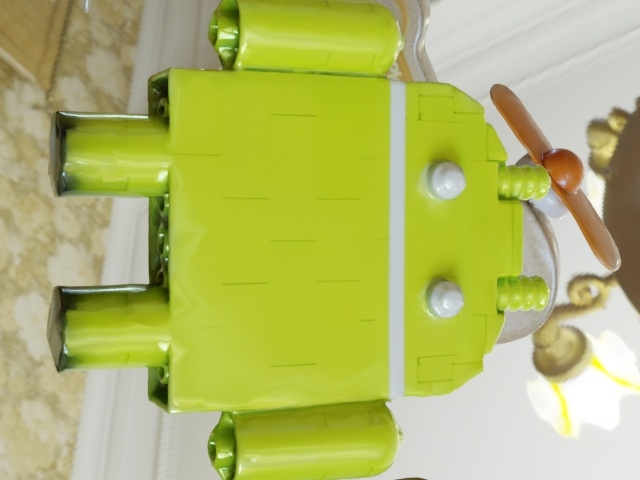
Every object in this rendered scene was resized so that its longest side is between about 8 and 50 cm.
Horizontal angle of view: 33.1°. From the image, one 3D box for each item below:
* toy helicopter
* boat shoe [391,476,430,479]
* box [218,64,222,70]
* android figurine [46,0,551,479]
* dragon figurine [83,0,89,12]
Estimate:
[{"bbox_3d":[0.111,-0.067,0.915,0.235,0.355,0.140,-11,-158,28],"label":"toy helicopter"},{"bbox_3d":[-0.026,0.201,0.550,0.121,0.110,0.341,-1,-161,38],"label":"boat shoe"},{"bbox_3d":[-0.046,-0.153,0.950,0.063,0.067,0.324,-43,-171,-6],"label":"box"},{"bbox_3d":[0.000,0.000,0.554,0.056,0.272,0.248,-176,-92,-68],"label":"android figurine"},{"bbox_3d":[-0.292,-0.342,1.012,0.085,0.289,0.144,-47,-174,6],"label":"dragon figurine"}]
